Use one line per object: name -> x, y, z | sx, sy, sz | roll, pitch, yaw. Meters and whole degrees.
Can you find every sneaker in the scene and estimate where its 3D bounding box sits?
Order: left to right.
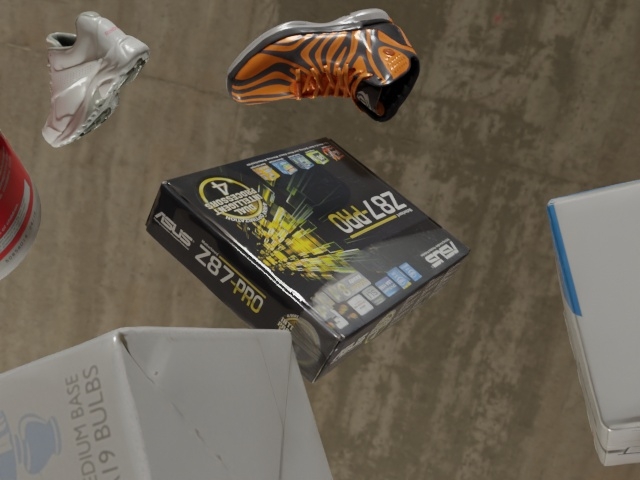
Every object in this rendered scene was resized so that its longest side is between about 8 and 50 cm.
sneaker -> -0.323, -0.218, 0.947 | 0.232, 0.115, 0.090 | -38, 11, 36
sneaker -> 0.019, -0.265, 1.145 | 0.180, 0.321, 0.124 | 59, 164, 29

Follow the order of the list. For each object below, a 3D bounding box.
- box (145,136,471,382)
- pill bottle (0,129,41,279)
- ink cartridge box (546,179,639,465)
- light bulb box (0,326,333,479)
box -> 0.000, 0.000, 1.025 | 0.395, 0.318, 0.097 | -24, -30, -52
pill bottle -> -0.484, -0.106, 0.788 | 0.407, 0.229, 0.229 | 96, -168, -65
ink cartridge box -> 0.207, 0.065, 0.467 | 0.190, 0.082, 0.139 | 45, -145, -59
light bulb box -> -0.163, 0.271, 0.403 | 0.225, 0.361, 0.357 | 24, -134, -69
